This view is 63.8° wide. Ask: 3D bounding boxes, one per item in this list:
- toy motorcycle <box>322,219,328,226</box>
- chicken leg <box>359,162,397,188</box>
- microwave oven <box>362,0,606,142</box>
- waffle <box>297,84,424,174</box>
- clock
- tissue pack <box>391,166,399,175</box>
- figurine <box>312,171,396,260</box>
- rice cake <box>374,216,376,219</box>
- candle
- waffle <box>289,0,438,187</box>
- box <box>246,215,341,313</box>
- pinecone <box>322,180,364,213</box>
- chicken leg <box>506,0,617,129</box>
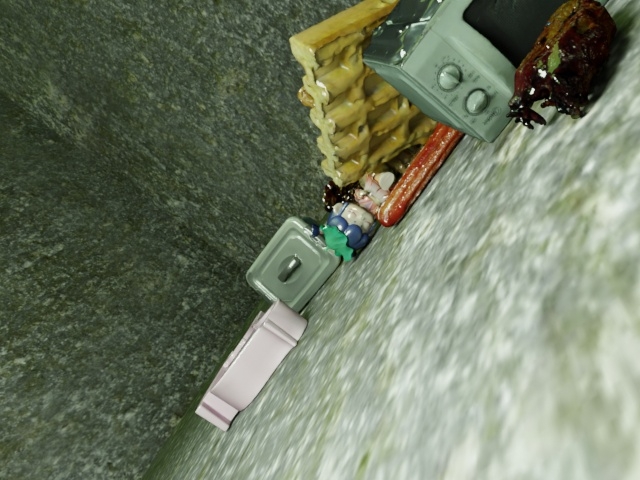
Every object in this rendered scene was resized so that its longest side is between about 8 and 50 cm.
[{"bbox_3d":[0.000,0.000,1.681,0.151,0.074,0.229,-56,5,-2],"label":"toy motorcycle"},{"bbox_3d":[0.106,-0.184,1.245,0.085,0.207,0.101,-49,-29,18],"label":"chicken leg"},{"bbox_3d":[0.217,-0.314,0.684,0.295,0.181,0.237,-53,22,12],"label":"microwave oven"},{"bbox_3d":[0.128,-0.309,1.116,0.212,0.308,0.091,-54,8,12],"label":"waffle"},{"bbox_3d":[-0.127,0.227,1.112,0.275,0.080,0.290,-52,5,16],"label":"clock"},{"bbox_3d":[0.208,-0.257,1.332,0.222,0.090,0.186,-53,6,22],"label":"tissue pack"},{"bbox_3d":[0.081,-0.046,1.003,0.195,0.111,0.102,-47,15,5],"label":"figurine"},{"bbox_3d":[0.087,-0.033,1.201,0.029,0.033,0.171,-60,7,-29],"label":"rice cake"},{"bbox_3d":[0.198,-0.159,0.865,0.329,0.048,0.051,-54,12,0],"label":"candle"},{"bbox_3d":[0.119,-0.274,0.917,0.304,0.077,0.348,-32,-33,-12],"label":"waffle"},{"bbox_3d":[-0.056,0.058,1.240,0.227,0.162,0.130,-51,-6,23],"label":"box"},{"bbox_3d":[0.076,-0.108,1.327,0.121,0.140,0.140,-4,42,47],"label":"pinecone"},{"bbox_3d":[0.236,-0.179,0.501,0.105,0.063,0.234,-42,9,48],"label":"chicken leg"}]
